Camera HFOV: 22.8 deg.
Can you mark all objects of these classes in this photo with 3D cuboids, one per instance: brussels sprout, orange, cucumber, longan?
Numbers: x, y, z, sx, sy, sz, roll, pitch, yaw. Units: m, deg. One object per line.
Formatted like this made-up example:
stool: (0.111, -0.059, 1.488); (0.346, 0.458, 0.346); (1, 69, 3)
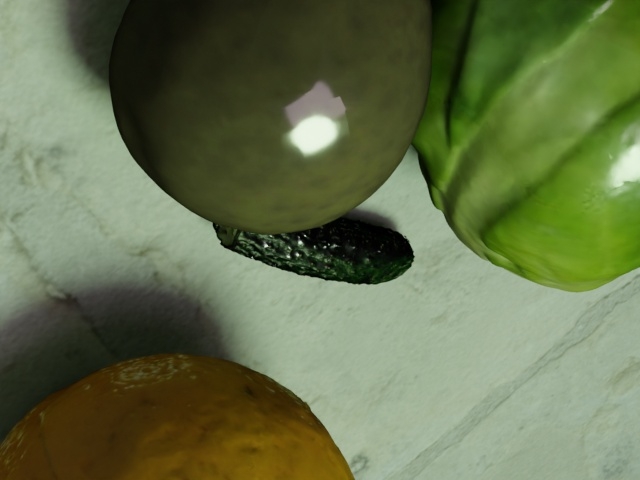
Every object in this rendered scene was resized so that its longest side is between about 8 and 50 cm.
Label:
brussels sprout: (0.202, -0.130, 1.251); (0.315, 0.275, 0.371); (-55, 166, -56)
orange: (-0.127, 0.250, 1.295); (0.340, 0.293, 0.341); (-8, 127, -11)
cucumber: (-0.002, 0.002, 1.359); (0.245, 0.067, 0.067); (20, 109, -46)
longan: (-0.026, -0.125, 1.129); (0.248, 0.248, 0.248); (-21, 133, -24)
